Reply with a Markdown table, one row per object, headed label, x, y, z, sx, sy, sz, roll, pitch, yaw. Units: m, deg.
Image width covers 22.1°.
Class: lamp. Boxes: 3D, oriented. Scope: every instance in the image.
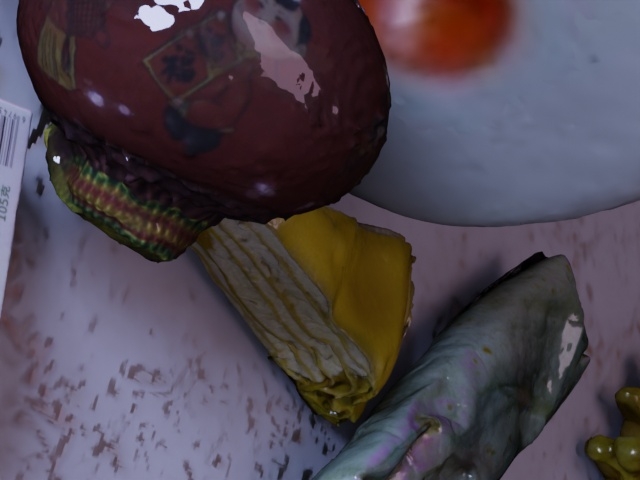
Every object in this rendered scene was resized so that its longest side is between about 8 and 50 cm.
| label | x | y | z | sx | sy | sz | roll | pitch | yaw |
| --- | --- | --- | --- | --- | --- | --- | --- | --- | --- |
| lamp | -0.052 | -0.060 | 0.649 | 0.135 | 0.156 | 0.157 | -60 | 173 | -3 |

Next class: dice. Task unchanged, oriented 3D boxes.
| label | x | y | z | sx | sy | sz | roll | pitch | yaw |
| --- | --- | --- | --- | --- | --- | --- | --- | --- | --- |
| dice | 0.091 | -0.212 | 0.765 | 0.304 | 0.277 | 0.304 | 56 | 45 | -31 |

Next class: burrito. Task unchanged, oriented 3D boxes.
| label | x | y | z | sx | sy | sz | roll | pitch | yaw |
| --- | --- | --- | --- | --- | --- | --- | --- | --- | --- |
| burrito | 0.071 | 0.100 | 0.885 | 0.309 | 0.066 | 0.096 | -40 | 129 | -51 |

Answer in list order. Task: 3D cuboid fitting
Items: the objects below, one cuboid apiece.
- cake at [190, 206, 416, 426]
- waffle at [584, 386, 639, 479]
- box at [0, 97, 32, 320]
| label | x | y | z | sx | sy | sz | roll | pitch | yaw |
| --- | --- | --- | --- | --- | --- | --- | --- | --- | --- |
| cake | 0.003 | 0.000 | 0.794 | 0.185 | 0.079 | 0.116 | 56 | 49 | -30 |
| waffle | 0.274 | 0.196 | 1.158 | 0.293 | 0.069 | 0.260 | -8 | 96 | -55 |
| box | -0.158 | -0.001 | 0.599 | 0.089 | 0.043 | 0.125 | 24 | 69 | -51 |
